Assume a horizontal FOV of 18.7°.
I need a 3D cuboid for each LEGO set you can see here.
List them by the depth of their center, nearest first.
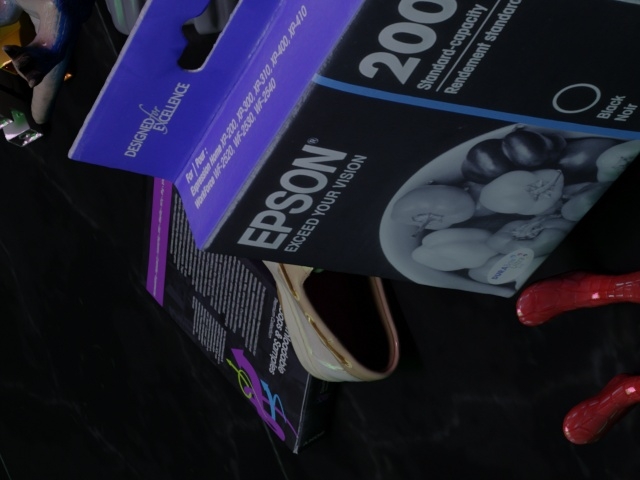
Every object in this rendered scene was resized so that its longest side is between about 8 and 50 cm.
[{"bbox_3d":[-0.224,-0.141,1.197,0.227,0.087,0.093,26,-141,-65],"label":"LEGO set"}]

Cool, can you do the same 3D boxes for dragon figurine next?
[{"bbox_3d":[-0.135,-0.166,1.062,0.085,0.144,0.289,42,163,30],"label":"dragon figurine"}]

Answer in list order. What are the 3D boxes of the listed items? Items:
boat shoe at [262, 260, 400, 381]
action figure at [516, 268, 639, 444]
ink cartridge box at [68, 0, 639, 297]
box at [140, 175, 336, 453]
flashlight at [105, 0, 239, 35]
[{"bbox_3d":[0.000,0.000,1.013,0.059,0.063,0.170,9,130,52],"label":"boat shoe"},{"bbox_3d":[0.157,0.054,0.735,0.280,0.139,0.091,-12,104,57],"label":"action figure"},{"bbox_3d":[0.028,-0.056,0.764,0.206,0.208,0.045,125,147,-51],"label":"ink cartridge box"},{"bbox_3d":[-0.048,0.033,1.142,0.162,0.029,0.116,47,147,29],"label":"box"},{"bbox_3d":[-0.077,-0.251,0.899,0.103,0.103,0.304,-111,13,-66],"label":"flashlight"}]
